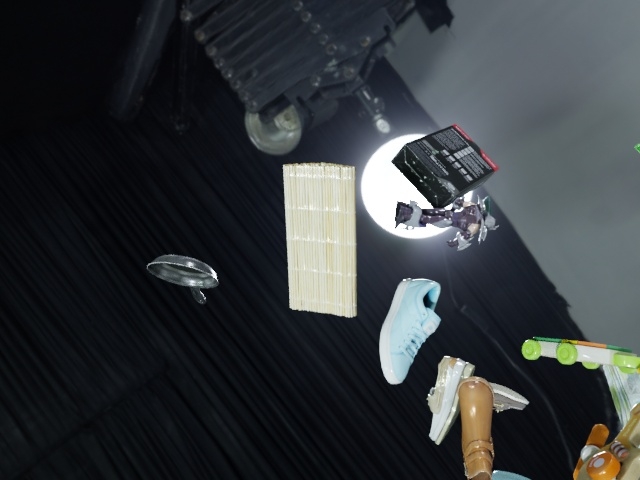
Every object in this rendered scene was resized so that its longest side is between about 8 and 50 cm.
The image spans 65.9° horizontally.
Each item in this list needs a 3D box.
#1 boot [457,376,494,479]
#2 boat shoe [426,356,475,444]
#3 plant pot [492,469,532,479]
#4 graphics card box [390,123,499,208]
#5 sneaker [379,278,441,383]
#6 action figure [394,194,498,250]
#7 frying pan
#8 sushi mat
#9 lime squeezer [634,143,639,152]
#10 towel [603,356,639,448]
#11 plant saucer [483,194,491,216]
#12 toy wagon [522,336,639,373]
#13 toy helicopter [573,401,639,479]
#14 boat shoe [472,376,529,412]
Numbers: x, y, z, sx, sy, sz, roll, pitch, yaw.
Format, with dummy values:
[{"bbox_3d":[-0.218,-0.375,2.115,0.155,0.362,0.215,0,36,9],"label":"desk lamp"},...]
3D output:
[{"bbox_3d":[0.308,0.378,0.962,0.073,0.197,0.152,-5,32,18],"label":"boot"},{"bbox_3d":[0.408,0.519,1.619,0.113,0.103,0.302,-8,-63,-59],"label":"boat shoe"},{"bbox_3d":[0.639,0.920,1.703,0.290,0.195,0.290,-36,-30,-24],"label":"plant pot"},{"bbox_3d":[0.425,-0.252,1.652,0.371,0.233,0.094,-29,-16,-46],"label":"graphics card box"},{"bbox_3d":[0.293,0.272,1.549,0.150,0.135,0.366,-11,50,41],"label":"sneaker"},{"bbox_3d":[0.351,-0.060,1.374,0.185,0.285,0.099,-75,-10,-53],"label":"action figure"},{"bbox_3d":[-0.353,0.115,1.423,0.197,0.053,0.326,-1,-25,25],"label":"frying pan"},{"bbox_3d":[0.000,0.000,1.013,0.151,0.317,0.019,3,14,21],"label":"sushi mat"},{"bbox_3d":[1.035,-0.174,1.458,0.059,0.310,0.110,-34,3,31],"label":"lime squeezer"},{"bbox_3d":[1.162,0.548,1.641,0.090,0.374,0.320,99,178,-51],"label":"towel"},{"bbox_3d":[0.581,-0.098,1.719,0.021,0.119,0.119,-3,10,22],"label":"plant saucer"},{"bbox_3d":[0.754,0.321,1.369,0.267,0.068,0.344,12,-12,-22],"label":"toy wagon"},{"bbox_3d":[0.847,0.591,1.400,0.355,0.140,0.235,-39,-9,-22],"label":"toy helicopter"},{"bbox_3d":[0.717,0.651,2.045,0.097,0.324,0.116,-68,20,2],"label":"boat shoe"}]
